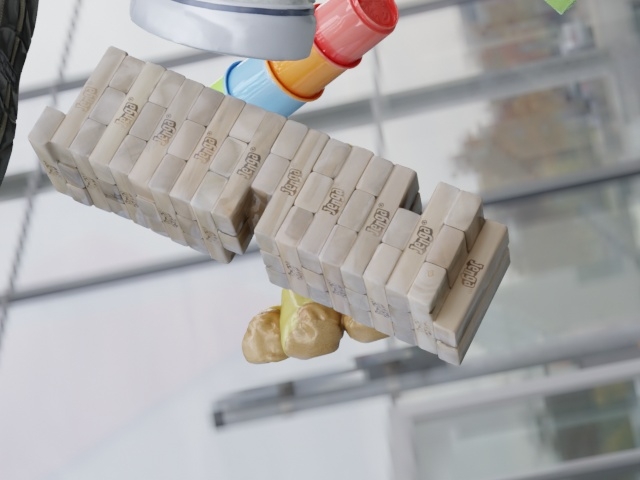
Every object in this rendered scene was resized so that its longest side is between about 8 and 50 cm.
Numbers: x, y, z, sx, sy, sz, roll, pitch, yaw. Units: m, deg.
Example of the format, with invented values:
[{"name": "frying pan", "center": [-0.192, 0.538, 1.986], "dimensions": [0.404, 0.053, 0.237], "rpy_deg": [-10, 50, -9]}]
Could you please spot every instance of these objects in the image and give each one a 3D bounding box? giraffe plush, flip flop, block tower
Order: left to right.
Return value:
[{"name": "flip flop", "center": [-0.292, -0.127, 1.506], "dimensions": [0.112, 0.080, 0.277], "rpy_deg": [78, -161, -69]}, {"name": "block tower", "center": [-0.036, -0.030, 1.317], "dimensions": [0.097, 0.335, 0.091], "rpy_deg": [-62, -18, -21]}, {"name": "giraffe plush", "center": [0.000, 0.000, 1.729], "dimensions": [0.210, 0.181, 0.170], "rpy_deg": [-54, -53, -73]}]

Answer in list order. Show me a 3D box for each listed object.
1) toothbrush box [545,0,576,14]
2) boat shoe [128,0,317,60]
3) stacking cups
[{"name": "toothbrush box", "center": [0.182, -0.372, 1.618], "dimensions": [0.283, 0.206, 0.122], "rpy_deg": [40, -131, -2]}, {"name": "boat shoe", "center": [-0.071, -0.244, 1.416], "dimensions": [0.367, 0.135, 0.156], "rpy_deg": [-115, 33, -68]}, {"name": "stacking cups", "center": [-0.041, -0.156, 1.888], "dimensions": [0.096, 0.316, 0.096], "rpy_deg": [27, -132, -35]}]
